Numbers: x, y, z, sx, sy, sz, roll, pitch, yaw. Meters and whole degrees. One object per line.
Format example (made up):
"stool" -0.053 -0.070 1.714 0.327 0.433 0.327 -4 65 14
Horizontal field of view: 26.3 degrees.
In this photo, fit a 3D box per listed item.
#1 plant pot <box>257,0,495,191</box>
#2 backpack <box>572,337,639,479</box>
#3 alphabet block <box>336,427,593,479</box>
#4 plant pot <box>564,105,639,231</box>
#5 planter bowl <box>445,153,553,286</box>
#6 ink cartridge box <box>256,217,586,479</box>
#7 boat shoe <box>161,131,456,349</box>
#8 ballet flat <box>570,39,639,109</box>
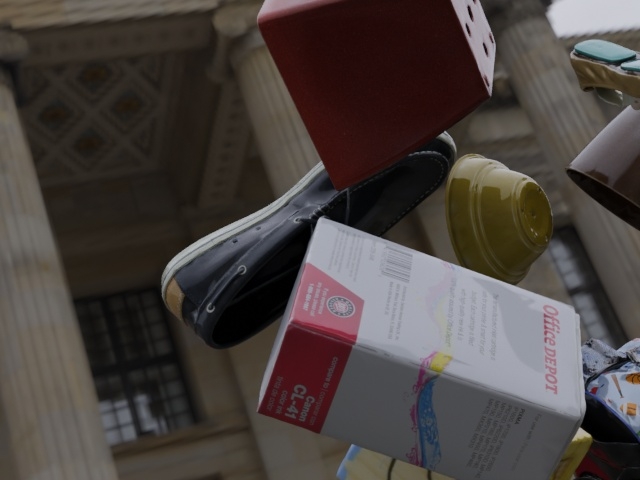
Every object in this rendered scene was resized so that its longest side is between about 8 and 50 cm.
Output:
"plant pot" 0.095 -0.266 1.842 0.235 0.267 0.267 -16 -62 19
"backpack" 0.453 0.280 1.947 0.213 0.263 0.276 -29 -67 -7
"alphabet block" 0.173 0.261 1.645 0.193 0.197 0.192 2 -61 -55
"plant pot" 0.511 -0.137 2.003 0.230 0.215 0.215 -55 -34 0
"planter bowl" 0.278 -0.031 2.005 0.090 0.217 0.217 -15 -21 37
"ink cartridge box" 0.108 0.122 1.438 0.306 0.226 0.131 21 -61 -2
"boat shoe" 0.000 0.000 2.060 0.500 0.156 0.187 -31 -40 -3
"ballet flat" 0.387 -0.197 1.683 0.080 0.232 0.073 -16 -70 -14
